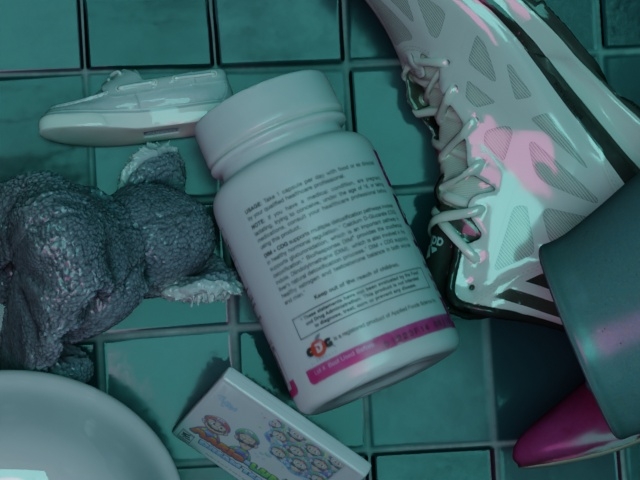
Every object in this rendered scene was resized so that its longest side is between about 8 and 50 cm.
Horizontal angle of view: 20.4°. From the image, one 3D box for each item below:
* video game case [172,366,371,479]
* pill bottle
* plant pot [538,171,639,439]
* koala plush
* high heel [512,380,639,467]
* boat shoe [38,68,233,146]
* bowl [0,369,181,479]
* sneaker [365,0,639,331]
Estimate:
[{"bbox_3d":[-0.047,0.191,1.632,0.157,0.143,0.019,35,55,-4],"label":"video game case"},{"bbox_3d":[0.000,0.000,1.613,0.160,0.160,0.283,-23,80,-6],"label":"pill bottle"},{"bbox_3d":[0.334,0.042,1.519,0.255,0.271,0.271,-23,91,10],"label":"plant pot"},{"bbox_3d":[-0.186,0.010,1.604,0.221,0.203,0.196,-14,68,-32],"label":"koala plush"},{"bbox_3d":[0.323,0.075,1.686,0.377,0.127,0.181,-25,90,-15],"label":"high heel"},{"bbox_3d":[-0.172,-0.129,1.661,0.184,0.066,0.063,-8,76,-4],"label":"boat shoe"},{"bbox_3d":[-0.265,0.270,1.544,0.298,0.134,0.298,-1,118,-2],"label":"bowl"},{"bbox_3d":[0.137,-0.082,1.638,0.447,0.169,0.257,42,83,-6],"label":"sneaker"}]
